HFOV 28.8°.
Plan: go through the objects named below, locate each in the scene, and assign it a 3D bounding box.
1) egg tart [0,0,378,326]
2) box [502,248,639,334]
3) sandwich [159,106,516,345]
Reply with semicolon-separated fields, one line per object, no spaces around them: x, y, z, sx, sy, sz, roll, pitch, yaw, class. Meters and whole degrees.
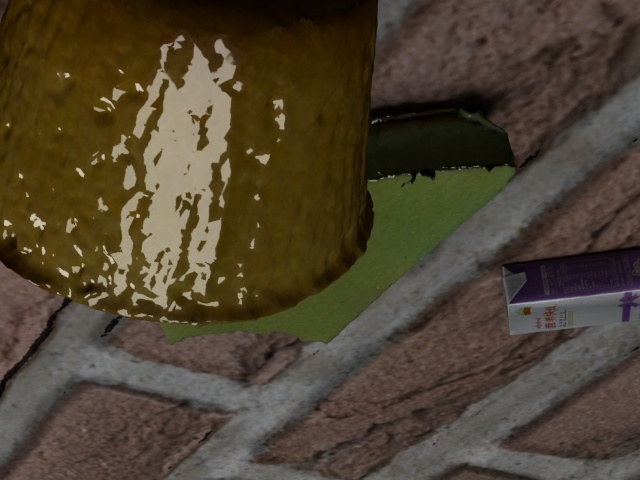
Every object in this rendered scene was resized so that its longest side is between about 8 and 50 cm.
-0.063;-0.073;0.596;0.215;0.215;0.170;6;128;-15;egg tart
0.193;0.037;0.915;0.117;0.036;0.050;-6;146;5;box
0.000;0.000;0.824;0.245;0.063;0.212;-6;150;3;sandwich
